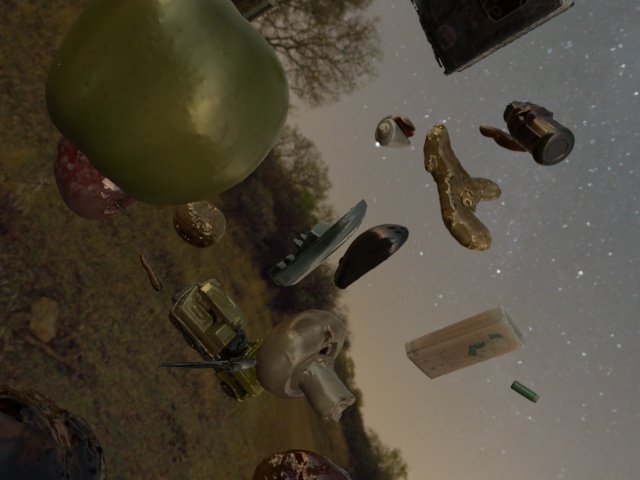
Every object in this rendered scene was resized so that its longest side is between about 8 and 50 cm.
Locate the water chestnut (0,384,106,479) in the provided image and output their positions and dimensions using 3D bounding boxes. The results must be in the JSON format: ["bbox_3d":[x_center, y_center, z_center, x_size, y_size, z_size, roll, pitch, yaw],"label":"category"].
[{"bbox_3d":[-0.365,0.294,0.516,0.289,0.244,0.289,-21,90,-88],"label":"water chestnut"}]

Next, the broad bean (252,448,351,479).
[{"bbox_3d":[-0.043,0.553,1.120,0.122,0.228,0.156,77,25,-73],"label":"broad bean"}]

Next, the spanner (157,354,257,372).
[{"bbox_3d":[-0.291,0.316,1.272,0.093,0.325,0.026,-3,84,-62],"label":"spanner"}]

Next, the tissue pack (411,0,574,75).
[{"bbox_3d":[0.446,-0.642,1.334,0.361,0.122,0.259,-19,-82,50],"label":"tissue pack"}]

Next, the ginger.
[{"bbox_3d":[0.425,-0.165,1.596,0.348,0.363,0.122,40,-36,-9],"label":"ginger"}]

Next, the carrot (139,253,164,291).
[{"bbox_3d":[-0.583,0.109,1.724,0.165,0.035,0.036,56,-9,21],"label":"carrot"}]

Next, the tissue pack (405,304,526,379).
[{"bbox_3d":[0.441,0.318,1.535,0.170,0.325,0.071,42,33,-33],"label":"tissue pack"}]

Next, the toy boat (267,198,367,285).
[{"bbox_3d":[0.000,0.000,1.280,0.092,0.319,0.141,49,25,0],"label":"toy boat"}]

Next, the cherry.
[{"bbox_3d":[-0.597,-0.168,1.374,0.285,0.236,0.213,52,-11,-3],"label":"cherry"}]

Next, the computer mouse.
[{"bbox_3d":[0.125,0.030,1.427,0.086,0.269,0.137,47,24,-10],"label":"computer mouse"}]

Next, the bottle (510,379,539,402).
[{"bbox_3d":[0.633,0.468,1.550,0.083,0.030,0.030,32,-25,29],"label":"bottle"}]

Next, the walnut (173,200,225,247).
[{"bbox_3d":[-0.406,-0.059,1.668,0.184,0.155,0.155,34,7,-17],"label":"walnut"}]

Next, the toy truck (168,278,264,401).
[{"bbox_3d":[-0.293,0.304,1.569,0.405,0.180,0.254,54,-32,-5],"label":"toy truck"}]

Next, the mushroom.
[{"bbox_3d":[-0.015,0.349,1.390,0.290,0.292,0.292,38,-20,28],"label":"mushroom"}]

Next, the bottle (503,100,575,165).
[{"bbox_3d":[0.696,-0.362,1.623,0.156,0.143,0.271,44,18,-39],"label":"bottle"}]

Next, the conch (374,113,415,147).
[{"bbox_3d":[0.237,-0.325,1.528,0.094,0.176,0.105,30,-78,56],"label":"conch"}]

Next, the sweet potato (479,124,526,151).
[{"bbox_3d":[0.658,-0.360,1.792,0.202,0.055,0.058,29,-49,15],"label":"sweet potato"}]

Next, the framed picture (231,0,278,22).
[{"bbox_3d":[-0.280,-0.708,1.460,0.217,0.017,0.274,33,-24,-34],"label":"framed picture"}]

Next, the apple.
[{"bbox_3d":[-0.257,-0.240,0.822,0.311,0.360,0.320,44,5,-47],"label":"apple"}]
